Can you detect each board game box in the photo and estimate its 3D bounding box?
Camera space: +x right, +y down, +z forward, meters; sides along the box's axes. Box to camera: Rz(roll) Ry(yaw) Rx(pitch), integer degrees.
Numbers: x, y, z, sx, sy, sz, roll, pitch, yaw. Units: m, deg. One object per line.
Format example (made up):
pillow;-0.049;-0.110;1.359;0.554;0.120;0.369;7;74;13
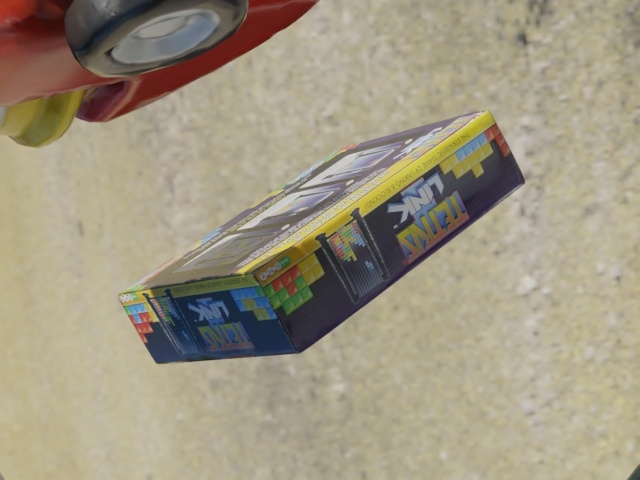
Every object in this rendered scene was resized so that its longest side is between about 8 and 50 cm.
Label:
board game box;0.000;0.000;0.805;0.141;0.170;0.048;-8;113;56

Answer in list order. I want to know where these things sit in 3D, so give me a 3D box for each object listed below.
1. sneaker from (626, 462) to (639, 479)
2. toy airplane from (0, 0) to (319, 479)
sneaker;0.248;0.141;0.613;0.410;0.182;0.158;3;88;54
toy airplane;-0.233;-0.054;0.553;0.386;0.384;0.272;-63;3;-22
